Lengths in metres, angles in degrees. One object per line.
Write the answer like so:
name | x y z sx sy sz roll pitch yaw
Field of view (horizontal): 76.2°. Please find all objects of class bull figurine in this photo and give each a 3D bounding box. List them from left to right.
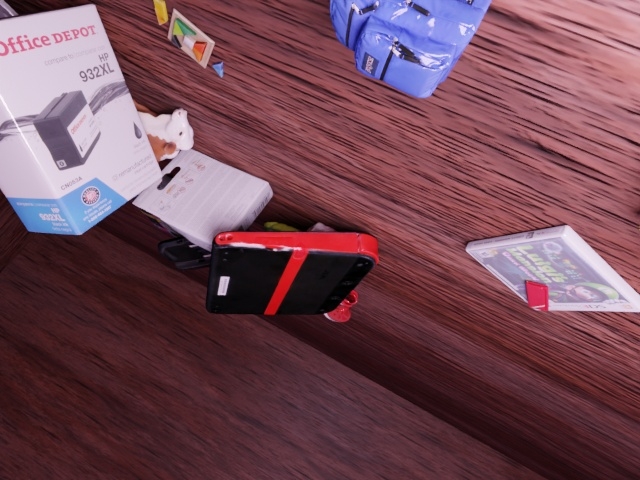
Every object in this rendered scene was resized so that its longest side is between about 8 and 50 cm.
bull figurine | -0.389 -0.232 0.876 0.188 0.101 0.310 47 149 -21

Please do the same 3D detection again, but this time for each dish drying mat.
dish drying mat | 0.356 0.093 0.670 0.032 0.008 0.083 15 155 37

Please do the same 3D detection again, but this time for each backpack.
backpack | 0.066 -0.187 0.336 0.120 0.101 0.098 28 170 1

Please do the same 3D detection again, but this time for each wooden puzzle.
wooden puzzle | -0.191 -0.290 0.593 0.116 0.014 0.078 34 159 -9

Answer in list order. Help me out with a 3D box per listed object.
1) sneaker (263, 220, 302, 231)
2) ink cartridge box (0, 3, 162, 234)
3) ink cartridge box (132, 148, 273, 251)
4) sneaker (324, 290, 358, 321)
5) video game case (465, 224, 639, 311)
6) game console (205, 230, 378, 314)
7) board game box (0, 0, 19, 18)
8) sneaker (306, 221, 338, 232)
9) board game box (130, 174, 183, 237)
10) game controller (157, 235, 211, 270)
sneaker | -0.062 0.058 1.056 0.110 0.123 0.295 16 154 34
ink cartridge box | -0.427 -0.197 0.670 0.129 0.223 0.307 5 126 22
ink cartridge box | -0.251 -0.089 0.889 0.233 0.189 0.066 23 153 20
sneaker | 0.068 0.205 1.273 0.128 0.087 0.221 13 154 41
video game case | 0.351 0.052 0.627 0.190 0.022 0.173 37 158 -16
game console | -0.078 0.085 0.929 0.342 0.060 0.386 4 150 -16
board game box | -0.714 -0.488 0.800 0.390 0.050 0.390 10 151 42
sneaker | 0.000 0.000 0.947 0.070 0.051 0.134 31 156 5
board game box | -0.476 -0.101 1.297 0.224 0.097 0.303 24 158 14
game controller | -0.357 0.027 1.303 0.320 0.067 0.166 -12 139 20
